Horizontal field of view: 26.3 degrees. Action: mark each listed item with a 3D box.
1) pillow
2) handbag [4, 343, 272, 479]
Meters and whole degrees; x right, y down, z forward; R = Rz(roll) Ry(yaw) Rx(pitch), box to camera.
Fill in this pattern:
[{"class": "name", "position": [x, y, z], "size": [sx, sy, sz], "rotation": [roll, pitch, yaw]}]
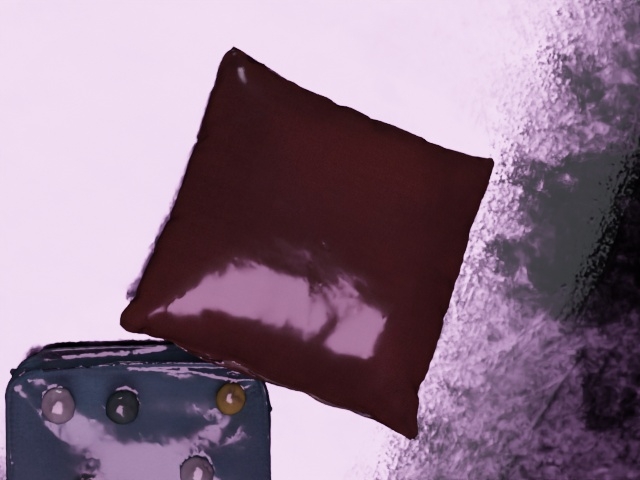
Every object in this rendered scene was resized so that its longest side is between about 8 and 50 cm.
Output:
[{"class": "pillow", "position": [0.000, 0.000, 1.335], "size": [0.307, 0.108, 0.305], "rotation": [22, 74, -8]}, {"class": "handbag", "position": [-0.174, 0.242, 1.350], "size": [0.268, 0.100, 0.274], "rotation": [0, 94, -7]}]
